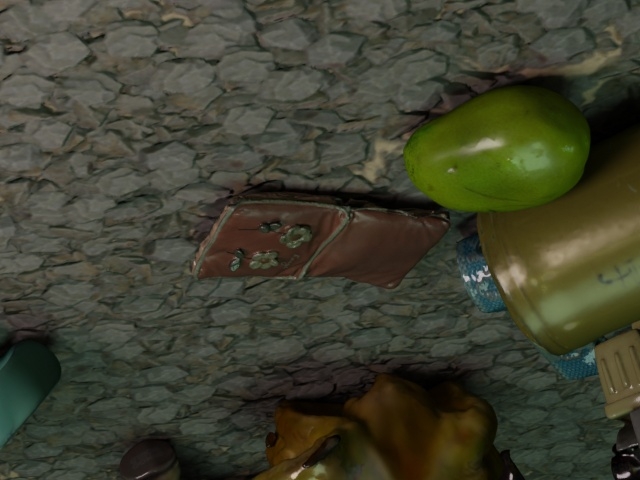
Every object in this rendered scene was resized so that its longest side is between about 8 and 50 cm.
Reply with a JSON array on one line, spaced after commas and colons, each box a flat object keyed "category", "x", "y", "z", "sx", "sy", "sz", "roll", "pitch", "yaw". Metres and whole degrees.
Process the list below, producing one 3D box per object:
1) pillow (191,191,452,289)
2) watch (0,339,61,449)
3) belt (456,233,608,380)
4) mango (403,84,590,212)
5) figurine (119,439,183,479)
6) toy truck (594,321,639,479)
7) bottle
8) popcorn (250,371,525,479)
[{"category": "pillow", "x": 0.000, "y": 0.000, "z": 1.685, "sx": 0.233, "sy": 0.043, "sz": 0.126, "roll": 4, "pitch": 147, "yaw": -24}, {"category": "watch", "x": -0.349, "y": 0.198, "z": 1.793, "sx": 0.068, "sy": 0.195, "sz": 0.237, "roll": 43, "pitch": 136, "yaw": -8}, {"category": "belt", "x": 0.225, "y": 0.069, "z": 1.823, "sx": 0.072, "sy": 0.087, "sz": 0.302, "roll": -24, "pitch": 148, "yaw": 19}, {"category": "mango", "x": 0.158, "y": -0.076, "z": 1.549, "sx": 0.163, "sy": 0.089, "sz": 0.117, "roll": -18, "pitch": 139, "yaw": 37}, {"category": "figurine", "x": -0.127, "y": 0.383, "z": 2.169, "sx": 0.203, "sy": 0.248, "sz": 0.380, "roll": -37, "pitch": 134, "yaw": 3}, {"category": "toy truck", "x": 0.421, "y": 0.158, "z": 1.884, "sx": 0.181, "sy": 0.254, "sz": 0.405, "roll": -20, "pitch": 163, "yaw": 24}, {"category": "bottle", "x": 0.331, "y": -0.036, "z": 1.591, "sx": 0.351, "sy": 0.171, "sz": 0.171, "roll": -25, "pitch": 147, "yaw": 23}, {"category": "popcorn", "x": 0.075, "y": 0.284, "z": 2.015, "sx": 0.316, "sy": 0.297, "sz": 0.281, "roll": 39, "pitch": 166, "yaw": -6}]
